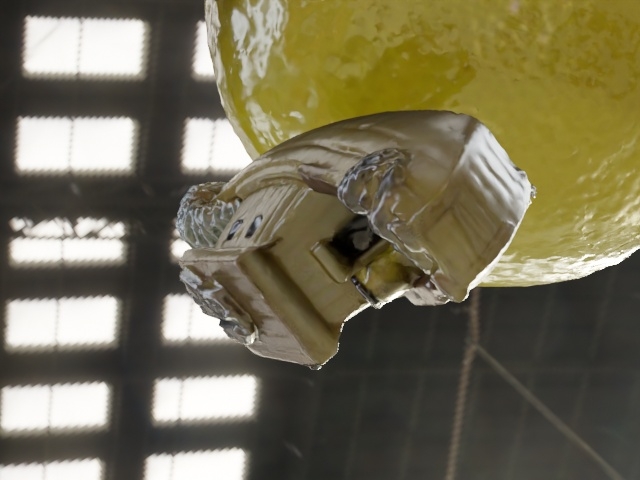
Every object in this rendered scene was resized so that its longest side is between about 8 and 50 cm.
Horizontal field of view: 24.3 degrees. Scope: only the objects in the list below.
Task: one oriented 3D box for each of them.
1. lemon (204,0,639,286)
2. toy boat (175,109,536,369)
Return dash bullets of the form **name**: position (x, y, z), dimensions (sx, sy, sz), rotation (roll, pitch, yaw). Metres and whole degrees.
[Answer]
- **lemon**: position (0.078, -0.148, 1.003), dimensions (0.364, 0.364, 0.364), rotation (-14, -57, -23)
- **toy boat**: position (0.000, 0.000, 0.717), dimensions (0.121, 0.321, 0.089), rotation (-41, -78, -14)
